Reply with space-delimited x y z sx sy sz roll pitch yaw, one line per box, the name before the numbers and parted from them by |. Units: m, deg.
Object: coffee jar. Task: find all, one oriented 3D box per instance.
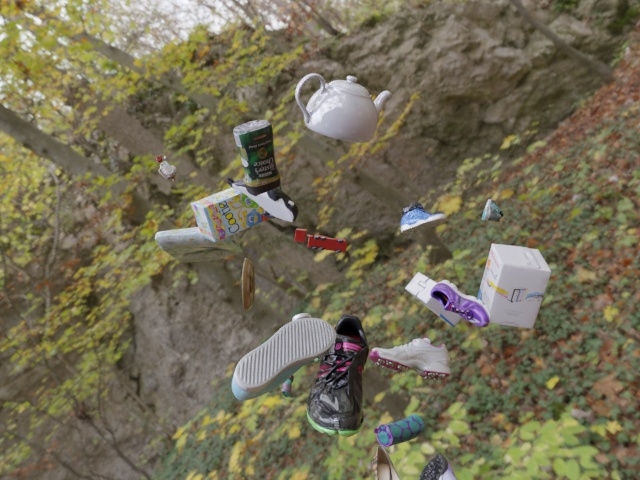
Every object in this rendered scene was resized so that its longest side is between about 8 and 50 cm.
coffee jar | -0.161 -0.211 1.544 0.096 0.079 0.184 -25 -56 -27

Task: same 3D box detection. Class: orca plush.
orca plush | -0.188 -0.167 2.132 0.102 0.287 0.151 -51 -32 -33

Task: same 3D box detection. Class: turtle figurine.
turtle figurine | -0.107 0.409 2.036 0.118 0.175 0.234 50 -129 -37

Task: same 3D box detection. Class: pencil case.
pencil case | 0.234 0.558 1.753 0.151 0.070 0.064 0 -71 -41

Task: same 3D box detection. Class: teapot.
teapot | 0.072 -0.430 1.900 0.256 0.252 0.187 -40 -33 -66

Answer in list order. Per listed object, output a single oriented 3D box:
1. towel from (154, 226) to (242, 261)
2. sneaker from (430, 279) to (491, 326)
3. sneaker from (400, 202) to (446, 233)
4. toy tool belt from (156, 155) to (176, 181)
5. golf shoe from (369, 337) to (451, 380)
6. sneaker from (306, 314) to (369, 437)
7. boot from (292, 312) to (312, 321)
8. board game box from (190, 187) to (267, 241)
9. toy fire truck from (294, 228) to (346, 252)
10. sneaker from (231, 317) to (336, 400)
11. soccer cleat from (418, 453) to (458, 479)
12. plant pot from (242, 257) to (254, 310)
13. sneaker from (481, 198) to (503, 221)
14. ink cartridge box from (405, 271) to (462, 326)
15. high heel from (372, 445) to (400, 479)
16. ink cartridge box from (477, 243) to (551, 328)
towel | -0.528 0.018 2.665 0.320 0.090 0.374 -8 -13 -1
sneaker | 0.349 0.170 1.508 0.071 0.170 0.068 -25 -42 -44
sneaker | 0.296 -0.078 1.739 0.058 0.085 0.152 14 -23 -39
toy tool belt | -0.493 -0.226 1.905 0.052 0.083 0.051 -40 -13 -22
golf shoe | 0.324 0.413 2.154 0.115 0.306 0.140 127 155 -63
sneaker | 0.058 0.406 1.858 0.483 0.185 0.202 -82 -5 -60
boot | -0.046 0.319 2.071 0.069 0.086 0.190 -20 -27 2
board game box | -0.332 -0.121 2.302 0.275 0.144 0.142 -26 -67 -25
toy fire truck | 0.000 0.000 2.192 0.135 0.192 0.047 -91 9 -79
sneaker | -0.117 0.349 1.766 0.366 0.135 0.150 -21 -25 -35
soccer cleat | 0.326 0.657 1.504 0.109 0.116 0.318 -51 4 7
plant pot | -0.313 0.194 2.620 0.236 0.032 0.236 179 90 -90
sneaker | 0.678 -0.110 2.332 0.166 0.076 0.065 -50 -23 -58
ink cartridge box | 0.410 0.207 2.124 0.086 0.148 0.203 -51 16 -1
high heel | 0.226 0.783 2.013 0.261 0.093 0.186 106 161 -66
ink cartridge box | 0.661 0.154 2.059 0.171 0.168 0.233 -83 1 -65
